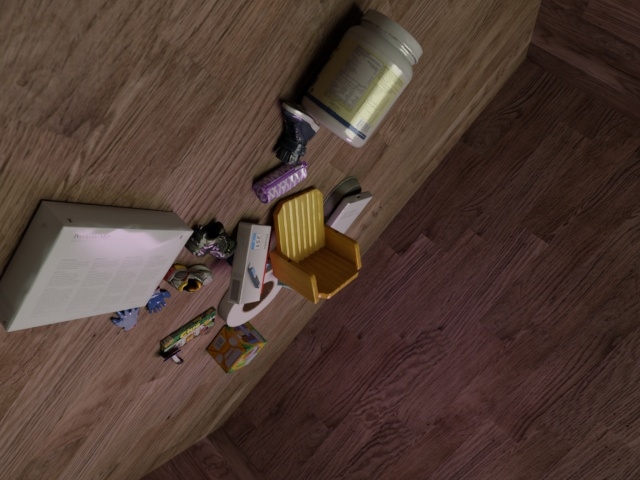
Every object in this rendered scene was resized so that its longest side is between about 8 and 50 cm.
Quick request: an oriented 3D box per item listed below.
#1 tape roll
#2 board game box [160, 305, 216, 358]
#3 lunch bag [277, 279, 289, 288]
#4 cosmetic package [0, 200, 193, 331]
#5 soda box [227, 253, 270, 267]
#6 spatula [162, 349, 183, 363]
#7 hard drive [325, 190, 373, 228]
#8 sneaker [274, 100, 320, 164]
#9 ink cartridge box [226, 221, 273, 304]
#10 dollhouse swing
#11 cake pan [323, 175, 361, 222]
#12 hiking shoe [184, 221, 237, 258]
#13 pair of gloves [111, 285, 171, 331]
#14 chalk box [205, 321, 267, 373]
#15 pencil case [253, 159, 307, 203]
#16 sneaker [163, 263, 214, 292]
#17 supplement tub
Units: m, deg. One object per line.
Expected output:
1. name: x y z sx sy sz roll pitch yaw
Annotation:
1. tape roll: -0.317 0.249 1.963 0.392 0.072 0.392 -43 162 -17
2. board game box: -0.563 0.394 1.754 0.260 0.030 0.136 -34 156 -38
3. lunch bag: -0.082 0.132 1.954 0.262 0.160 0.223 28 66 -63
4. cosmetic package: -0.530 0.055 1.000 0.284 0.097 0.377 -51 163 14
5. soda box: -0.293 0.094 1.688 0.067 0.071 0.210 -50 162 6
6. spatula: -0.636 0.523 1.800 0.084 0.030 0.296 -32 165 -20
7. hard drive: 0.102 -0.095 2.074 0.233 0.047 0.353 -22 155 -50
8. sneaker: -0.091 -0.323 1.262 0.163 0.086 0.226 -54 163 8
9. ink cartridge box: -0.243 0.083 1.579 0.261 0.066 0.296 2 98 -68
10. dollhouse swing: 0.000 0.000 1.678 0.347 0.315 0.304 -30 142 -46
11. cake pan: 0.105 -0.190 2.065 0.293 0.054 0.293 -43 162 -17
12. hiking shoe: -0.336 -0.004 1.352 0.114 0.086 0.227 -50 162 17
13. pair of gloves: -0.585 0.220 1.346 0.198 0.023 0.159 -36 161 -32
14. chalk box: -0.423 0.553 2.171 0.180 0.179 0.289 -51 162 11
15. pencil case: -0.133 -0.207 1.403 0.206 0.086 0.088 -40 -165 -28
16. sneaker: -0.439 0.142 1.405 0.088 0.093 0.225 -52 163 11
17. supplement tub: 0.120 -0.468 1.207 0.324 0.235 0.235 -53 162 15
